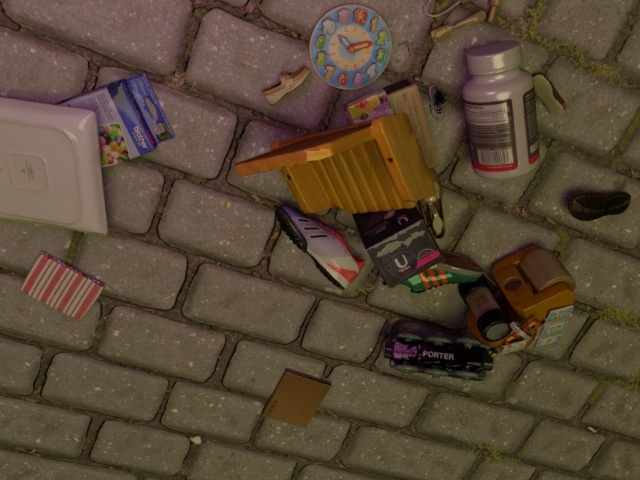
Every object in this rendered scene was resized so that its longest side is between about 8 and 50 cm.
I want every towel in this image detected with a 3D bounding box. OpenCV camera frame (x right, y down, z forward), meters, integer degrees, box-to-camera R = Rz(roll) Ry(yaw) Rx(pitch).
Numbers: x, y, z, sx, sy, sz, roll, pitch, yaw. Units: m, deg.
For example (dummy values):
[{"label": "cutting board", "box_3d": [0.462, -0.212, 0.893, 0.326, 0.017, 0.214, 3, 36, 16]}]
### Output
[{"label": "towel", "box_3d": [-0.739, 0.132, 1.664, 0.197, 0.029, 0.144, 33, 108, -18]}]

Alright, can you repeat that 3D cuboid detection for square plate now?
[{"label": "square plate", "box_3d": [-0.715, -0.176, 1.449, 0.344, 0.049, 0.347, 9, 121, 3]}]

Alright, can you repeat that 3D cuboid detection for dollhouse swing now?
[{"label": "dollhouse swing", "box_3d": [0.027, -0.130, 1.382, 0.347, 0.305, 0.315, -4, 123, 40]}]

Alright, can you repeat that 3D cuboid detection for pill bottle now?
[{"label": "pill bottle", "box_3d": [0.459, -0.333, 1.488, 0.176, 0.176, 0.318, -15, 117, 1]}]

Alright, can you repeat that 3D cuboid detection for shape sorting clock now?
[{"label": "shape sorting clock", "box_3d": [0.075, -0.478, 1.448, 0.206, 0.040, 0.206, -3, 116, -5]}]

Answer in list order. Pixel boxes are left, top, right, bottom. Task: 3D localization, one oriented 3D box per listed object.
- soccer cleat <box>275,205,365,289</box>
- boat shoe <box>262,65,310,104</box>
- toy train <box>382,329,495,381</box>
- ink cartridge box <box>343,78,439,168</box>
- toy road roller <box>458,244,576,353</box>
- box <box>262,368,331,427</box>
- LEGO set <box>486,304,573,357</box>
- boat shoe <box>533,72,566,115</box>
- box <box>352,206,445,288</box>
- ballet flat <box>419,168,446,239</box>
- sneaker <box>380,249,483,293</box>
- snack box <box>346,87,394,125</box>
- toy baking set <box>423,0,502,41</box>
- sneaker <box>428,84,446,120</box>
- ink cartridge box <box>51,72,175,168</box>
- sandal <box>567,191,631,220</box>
[{"label": "soccer cleat", "box_3d": [0.000, 0.000, 1.654, 0.116, 0.108, 0.318, -46, 111, -9]}, {"label": "boat shoe", "box_3d": [-0.088, -0.397, 1.463, 0.135, 0.050, 0.045, -37, 120, 12]}, {"label": "toy train", "box_3d": [0.362, 0.364, 1.798, 0.334, 0.142, 0.190, 3, 162, 13]}, {"label": "ink cartridge box", "box_3d": [0.186, -0.278, 1.533, 0.193, 0.088, 0.235, -19, 117, 5]}, {"label": "toy road roller", "box_3d": [0.603, 0.198, 1.765, 0.329, 0.202, 0.240, -30, 129, 11]}, {"label": "box", "box_3d": [-0.080, 0.530, 1.939, 0.164, 0.021, 0.201, 21, 112, -16]}, {"label": "LEGO set", "box_3d": [0.604, 0.281, 1.669, 0.244, 0.060, 0.182, -11, 137, -11]}, {"label": "boat shoe", "box_3d": [0.612, -0.395, 1.552, 0.137, 0.049, 0.043, 45, 62, -21]}, {"label": "box", "box_3d": [0.199, -0.021, 1.559, 0.165, 0.270, 0.143, -29, 115, 8]}, {"label": "ballet flat", "box_3d": [0.318, -0.105, 1.642, 0.080, 0.073, 0.232, -18, 117, 2]}, {"label": "sneaker", "box_3d": [0.324, 0.097, 1.731, 0.302, 0.108, 0.121, 9, 116, -2]}, {"label": "snack box", "box_3d": [0.137, -0.293, 1.450, 0.100, 0.037, 0.141, -22, 116, 7]}, {"label": "toy baking set", "box_3d": [0.358, -0.613, 1.423, 0.196, 0.030, 0.256, 5, 115, -6]}, {"label": "sneaker", "box_3d": [0.309, -0.354, 1.520, 0.038, 0.069, 0.098, -21, 117, 4]}, {"label": "ink cartridge box", "box_3d": [-0.549, -0.281, 1.463, 0.311, 0.065, 0.186, -19, 117, 1]}, {"label": "sandal", "box_3d": [0.811, -0.113, 1.710, 0.219, 0.060, 0.090, -10, 124, -18]}]
